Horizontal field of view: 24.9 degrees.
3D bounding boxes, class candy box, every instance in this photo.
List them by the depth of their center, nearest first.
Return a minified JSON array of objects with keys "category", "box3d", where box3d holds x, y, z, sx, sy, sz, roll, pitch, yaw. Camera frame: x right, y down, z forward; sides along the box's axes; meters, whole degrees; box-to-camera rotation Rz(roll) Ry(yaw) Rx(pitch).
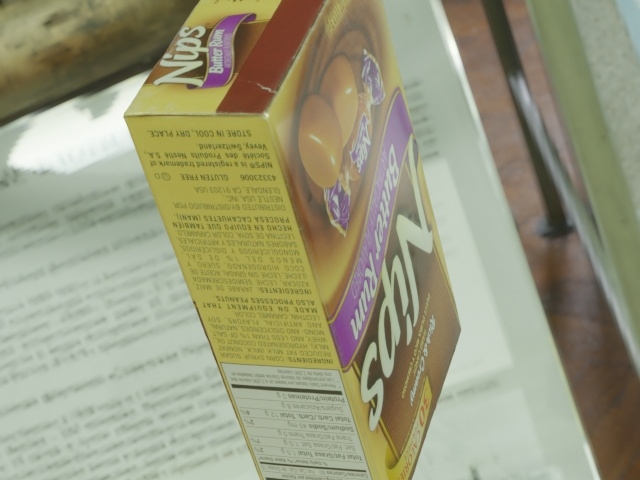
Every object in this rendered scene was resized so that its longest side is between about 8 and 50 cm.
[{"category":"candy box","box3d":[0.000,0.000,0.512,0.053,0.187,0.109,2,41,21]}]
